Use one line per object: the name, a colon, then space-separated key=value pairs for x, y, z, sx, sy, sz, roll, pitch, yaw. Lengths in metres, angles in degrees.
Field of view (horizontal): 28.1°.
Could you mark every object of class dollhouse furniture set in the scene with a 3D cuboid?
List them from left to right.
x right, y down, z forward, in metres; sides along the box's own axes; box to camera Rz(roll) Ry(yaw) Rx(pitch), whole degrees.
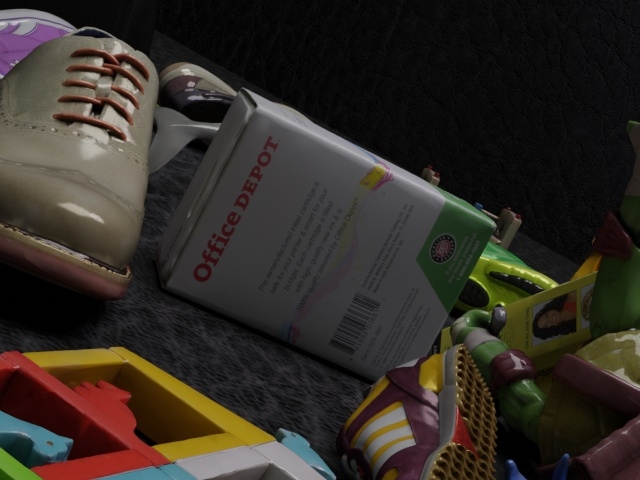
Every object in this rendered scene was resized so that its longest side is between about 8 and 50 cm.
dollhouse furniture set: x=0.156 y=-0.019 z=1.649 sx=0.129 sy=0.129 sz=0.184 roll=27 pitch=9 yaw=-10

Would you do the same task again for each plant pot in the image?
plant pot: x=-0.283 y=-0.233 z=1.426 sx=0.187 sy=0.167 sz=0.188 roll=28 pitch=10 yaw=1

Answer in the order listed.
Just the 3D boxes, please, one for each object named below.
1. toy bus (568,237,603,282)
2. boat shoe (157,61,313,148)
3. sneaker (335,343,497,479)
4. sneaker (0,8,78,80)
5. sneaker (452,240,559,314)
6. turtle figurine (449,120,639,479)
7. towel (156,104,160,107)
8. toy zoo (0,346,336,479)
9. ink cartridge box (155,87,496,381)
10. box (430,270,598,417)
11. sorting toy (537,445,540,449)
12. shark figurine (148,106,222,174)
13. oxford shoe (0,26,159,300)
toy bus: x=0.445 y=0.081 z=1.702 sx=0.149 sy=0.211 sz=0.220 roll=21 pitch=13 yaw=-48
boat shoe: x=-0.099 y=-0.143 z=1.725 sx=0.285 sy=0.103 sz=0.092 roll=27 pitch=27 yaw=-37
sneaker: x=0.047 y=0.132 z=0.702 sx=0.070 sy=0.084 sz=0.185 roll=60 pitch=24 yaw=-18
sneaker: x=-0.278 y=-0.135 z=1.142 sx=0.161 sy=0.102 sz=0.282 roll=37 pitch=23 yaw=30
sneaker: x=0.154 y=0.031 z=1.509 sx=0.295 sy=0.109 sz=0.123 roll=35 pitch=-1 yaw=7
turtle figurine: x=0.199 y=0.072 z=0.836 sx=0.198 sy=0.266 sz=0.274 roll=32 pitch=7 yaw=33
towel: x=-0.251 y=-0.200 z=1.808 sx=0.237 sy=0.021 sz=0.102 roll=28 pitch=10 yaw=-3
toy zoo: x=-0.074 y=0.108 z=0.545 sx=0.192 sy=0.030 sz=0.293 roll=31 pitch=9 yaw=21
ink cartridge box: x=0.000 y=0.000 z=0.984 sx=0.212 sy=0.154 sz=0.093 roll=25 pitch=9 yaw=-18
box: x=0.192 y=0.079 z=0.992 sx=0.087 sy=0.058 sz=0.232 roll=23 pitch=-32 yaw=-32
sorting toy: x=0.281 y=0.167 z=1.069 sx=0.229 sy=0.041 sz=0.307 roll=2 pitch=10 yaw=-3
shark figurine: x=-0.075 y=-0.066 z=1.351 sx=0.166 sy=0.116 sz=0.278 roll=-4 pitch=-12 yaw=20
oxford shoe: x=-0.179 y=-0.073 z=0.879 sx=0.140 sy=0.146 sz=0.397 roll=25 pitch=9 yaw=-21
